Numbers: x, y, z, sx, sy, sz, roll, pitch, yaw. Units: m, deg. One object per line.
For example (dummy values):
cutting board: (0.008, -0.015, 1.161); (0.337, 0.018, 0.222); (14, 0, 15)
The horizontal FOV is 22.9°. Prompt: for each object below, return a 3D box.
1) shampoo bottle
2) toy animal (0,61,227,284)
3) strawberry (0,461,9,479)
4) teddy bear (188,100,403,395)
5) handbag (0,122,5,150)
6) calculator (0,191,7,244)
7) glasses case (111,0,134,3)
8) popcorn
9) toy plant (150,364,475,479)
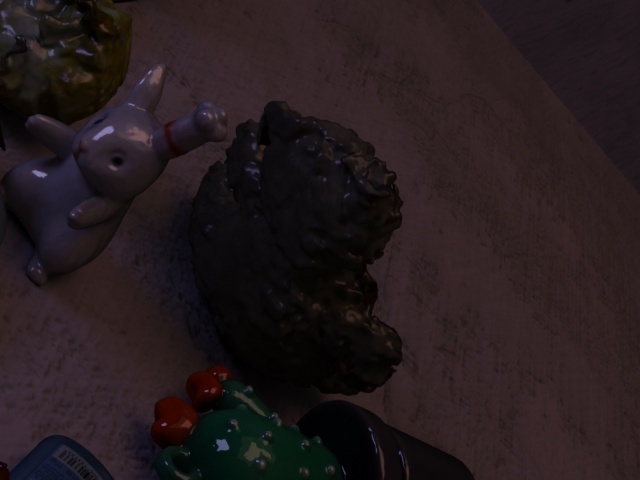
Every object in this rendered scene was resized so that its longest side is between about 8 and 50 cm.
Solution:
shampoo bottle: (-0.257, 0.255, 1.369); (0.104, 0.061, 0.258); (47, 20, 0)
toy animal: (-0.230, -0.081, 1.642); (0.138, 0.282, 0.140); (-8, 62, -47)
strawberry: (-0.343, 0.218, 1.197); (0.234, 0.234, 0.178); (44, -2, -23)
teddy bear: (0.000, 0.000, 1.842); (0.224, 0.367, 0.357); (-25, 77, -42)
handbag: (-0.373, -0.173, 1.618); (0.127, 0.063, 0.190); (61, -17, 18)
calculator: (-0.386, -0.049, 1.488); (0.185, 0.041, 0.298); (-39, 107, -49)
glasses case: (-0.333, -0.342, 2.007); (0.128, 0.083, 0.308); (60, 23, -2)
popcorn: (-0.306, -0.238, 1.775); (0.198, 0.212, 0.198); (9, 27, -4)
toy plant: (-0.010, 0.270, 1.697); (0.400, 0.185, 0.279); (22, 60, -38)
